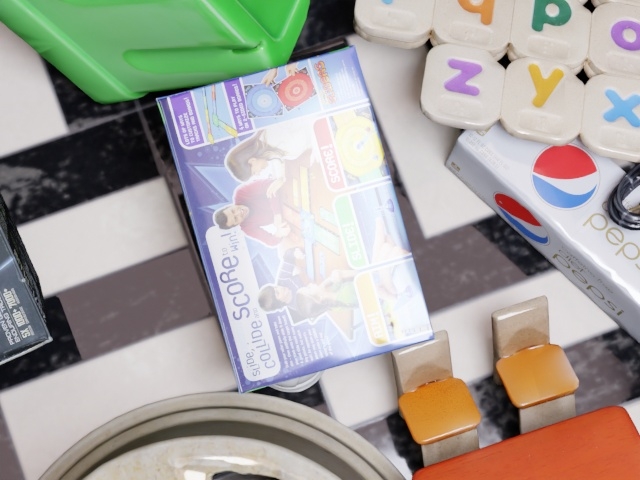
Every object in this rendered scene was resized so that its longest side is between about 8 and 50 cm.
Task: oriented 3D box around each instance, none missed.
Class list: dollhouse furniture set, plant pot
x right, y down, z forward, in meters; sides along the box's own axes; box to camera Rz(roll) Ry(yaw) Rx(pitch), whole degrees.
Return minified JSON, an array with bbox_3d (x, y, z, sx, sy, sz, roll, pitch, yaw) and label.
[{"bbox_3d":[0.190,0.144,0.978,0.259,0.135,0.262,-18,51,-6],"label":"dollhouse furniture set"},{"bbox_3d":[-0.064,0.238,0.915,0.333,0.305,0.334,0,77,-2],"label":"plant pot"}]

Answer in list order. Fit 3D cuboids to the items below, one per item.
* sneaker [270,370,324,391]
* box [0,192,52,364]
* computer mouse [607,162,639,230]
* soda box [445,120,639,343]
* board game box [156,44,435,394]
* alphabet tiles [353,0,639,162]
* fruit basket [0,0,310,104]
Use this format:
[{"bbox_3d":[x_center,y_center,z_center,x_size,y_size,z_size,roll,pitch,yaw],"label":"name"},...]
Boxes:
[{"bbox_3d":[0.000,0.000,1.077,0.080,0.094,0.212,9,78,0],"label":"sneaker"},{"bbox_3d":[-0.251,-0.016,1.011,0.077,0.147,0.180,-23,109,-8],"label":"box"},{"bbox_3d":[0.308,-0.043,1.083,0.242,0.041,0.071,-12,61,-17],"label":"computer mouse"},{"bbox_3d":[0.194,-0.015,1.098,0.216,0.074,0.069,43,79,7],"label":"soda box"},{"bbox_3d":[-0.016,-0.014,1.004,0.136,0.035,0.201,-15,92,-3],"label":"board game box"},{"bbox_3d":[0.170,-0.177,1.118,0.284,0.021,0.278,10,56,0],"label":"alphabet tiles"},{"bbox_3d":[-0.162,-0.313,1.072,0.392,0.283,0.392,-11,63,23],"label":"fruit basket"}]
